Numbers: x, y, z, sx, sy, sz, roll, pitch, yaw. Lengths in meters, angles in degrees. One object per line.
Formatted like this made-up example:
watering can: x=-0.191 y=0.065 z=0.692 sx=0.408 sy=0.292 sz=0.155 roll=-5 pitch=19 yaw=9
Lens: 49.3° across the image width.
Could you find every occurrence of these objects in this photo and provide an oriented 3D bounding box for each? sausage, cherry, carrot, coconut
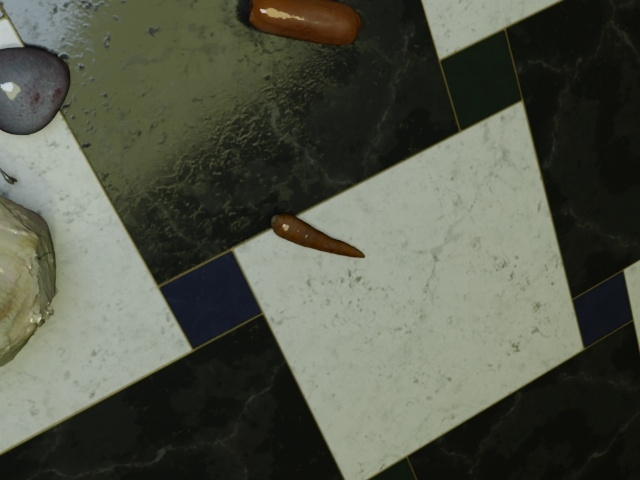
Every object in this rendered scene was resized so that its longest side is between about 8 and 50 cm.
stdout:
sausage: x=-0.024 y=-0.369 z=1.159 sx=0.198 sy=0.076 sz=0.076 roll=5 pitch=106 yaw=-24
cherry: x=-0.433 y=-0.201 z=1.049 sx=0.148 sy=0.115 sz=0.188 roll=-55 pitch=135 yaw=-41
carrot: x=0.000 y=0.000 z=1.316 sx=0.216 sy=0.048 sz=0.048 roll=22 pitch=99 yaw=-31
coconut: x=-0.516 y=0.063 z=1.003 sx=0.255 sy=0.297 sz=0.297 roll=26 pitch=97 yaw=-25
